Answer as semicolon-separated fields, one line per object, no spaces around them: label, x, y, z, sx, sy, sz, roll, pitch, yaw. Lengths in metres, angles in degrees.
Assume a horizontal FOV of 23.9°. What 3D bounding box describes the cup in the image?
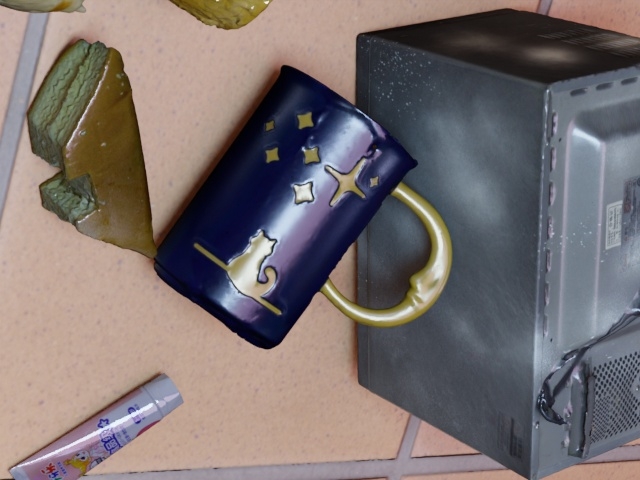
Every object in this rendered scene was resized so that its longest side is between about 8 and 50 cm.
cup;-0.010;-0.008;1.558;0.256;0.255;0.178;-55;159;-2

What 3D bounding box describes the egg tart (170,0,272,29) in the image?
egg tart;-0.110;-0.308;1.381;0.147;0.202;0.203;20;98;-30

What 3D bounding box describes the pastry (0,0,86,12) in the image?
pastry;-0.276;-0.279;1.212;0.170;0.236;0.256;-59;159;12

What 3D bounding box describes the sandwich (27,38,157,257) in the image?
sandwich;-0.226;-0.074;1.458;0.088;0.090;0.244;-30;129;-30

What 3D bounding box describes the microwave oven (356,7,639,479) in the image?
microwave oven;0.226;-0.008;1.673;0.236;0.374;0.432;-15;115;-33

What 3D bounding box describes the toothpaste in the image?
toothpaste;-0.238;0.212;1.624;0.194;0.043;0.067;-34;130;-15
